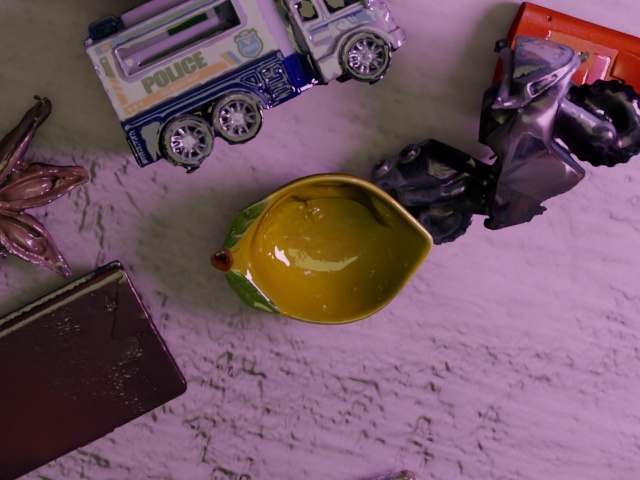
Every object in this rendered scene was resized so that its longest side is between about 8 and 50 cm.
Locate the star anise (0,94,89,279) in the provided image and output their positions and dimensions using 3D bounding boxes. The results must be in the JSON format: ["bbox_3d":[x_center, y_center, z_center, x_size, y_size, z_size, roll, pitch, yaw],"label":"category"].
[{"bbox_3d":[-0.313,-0.024,1.543,0.208,0.063,0.172,-24,107,-8],"label":"star anise"}]

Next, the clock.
[{"bbox_3d":[0.245,-0.154,1.585,0.155,0.061,0.113,16,99,-6],"label":"clock"}]

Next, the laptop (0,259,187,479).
[{"bbox_3d":[-0.249,0.126,1.582,0.207,0.026,0.154,-27,110,-1],"label":"laptop"}]

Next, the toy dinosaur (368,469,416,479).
[{"bbox_3d":[0.062,0.375,1.638,0.162,0.077,0.294,19,82,-3],"label":"toy dinosaur"}]

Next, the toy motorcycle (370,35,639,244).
[{"bbox_3d":[0.162,-0.095,1.530,0.270,0.106,0.159,-24,118,26],"label":"toy motorcycle"}]

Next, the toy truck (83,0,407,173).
[{"bbox_3d":[-0.069,-0.178,1.512,0.268,0.124,0.155,-26,101,-2],"label":"toy truck"}]

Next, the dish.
[{"bbox_3d":[0.000,0.000,1.567,0.208,0.080,0.149,-2,109,-2],"label":"dish"}]
